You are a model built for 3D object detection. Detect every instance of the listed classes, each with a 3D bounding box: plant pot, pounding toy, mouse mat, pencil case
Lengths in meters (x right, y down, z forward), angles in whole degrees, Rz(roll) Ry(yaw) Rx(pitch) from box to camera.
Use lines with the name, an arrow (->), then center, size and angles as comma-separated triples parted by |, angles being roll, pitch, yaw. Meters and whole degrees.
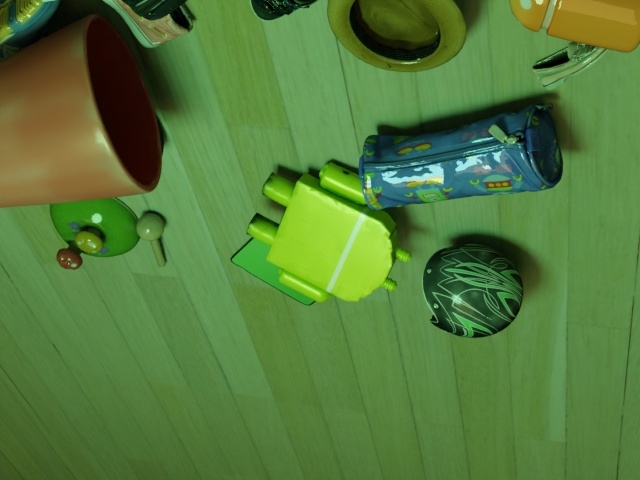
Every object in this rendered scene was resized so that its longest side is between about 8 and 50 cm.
plant pot -> -0.399, -0.172, 1.517 | 0.243, 0.274, 0.275 | -15, 135, 10
pounding toy -> -0.422, 0.003, 1.943 | 0.237, 0.110, 0.183 | 17, 144, 4
mouse mat -> -0.064, 0.053, 1.934 | 0.190, 0.007, 0.153 | 32, 142, -15
pencil case -> 0.201, -0.118, 1.497 | 0.306, 0.119, 0.133 | -7, 165, 31

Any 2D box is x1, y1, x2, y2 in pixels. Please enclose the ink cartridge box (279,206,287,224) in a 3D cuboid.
ink cartridge box -> 0.000, 0.000, 1.794 | 0.135, 0.056, 0.099 | 10, 142, 13

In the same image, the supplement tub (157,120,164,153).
supplement tub -> -0.371, -0.161, 1.712 | 0.198, 0.106, 0.106 | -1, 139, 25

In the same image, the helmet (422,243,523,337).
helmet -> 0.254, 0.083, 1.702 | 0.170, 0.169, 0.161 | 13, 159, 9

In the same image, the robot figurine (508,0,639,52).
robot figurine -> 0.320, -0.297, 1.212 | 0.220, 0.158, 0.128 | 15, 121, 5

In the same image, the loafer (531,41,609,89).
loafer -> 0.332, -0.242, 1.349 | 0.039, 0.045, 0.125 | 39, 143, -14

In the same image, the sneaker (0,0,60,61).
sneaker -> -0.464, -0.317, 1.580 | 0.131, 0.111, 0.296 | 20, 149, -38

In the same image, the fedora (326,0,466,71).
fedora -> 0.104, -0.305, 1.338 | 0.195, 0.079, 0.194 | 9, 150, 5

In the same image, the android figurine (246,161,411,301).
android figurine -> 0.017, -0.004, 1.704 | 0.273, 0.056, 0.248 | 25, 119, 6

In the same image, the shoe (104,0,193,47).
shoe -> -0.258, -0.355, 1.455 | 0.081, 0.063, 0.178 | -11, 137, 29

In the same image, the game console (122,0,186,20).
game console -> -0.123, -0.403, 1.239 | 0.361, 0.044, 0.213 | -31, 130, 23

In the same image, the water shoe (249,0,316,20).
water shoe -> -0.036, -0.342, 1.351 | 0.073, 0.080, 0.203 | 37, 140, -22
